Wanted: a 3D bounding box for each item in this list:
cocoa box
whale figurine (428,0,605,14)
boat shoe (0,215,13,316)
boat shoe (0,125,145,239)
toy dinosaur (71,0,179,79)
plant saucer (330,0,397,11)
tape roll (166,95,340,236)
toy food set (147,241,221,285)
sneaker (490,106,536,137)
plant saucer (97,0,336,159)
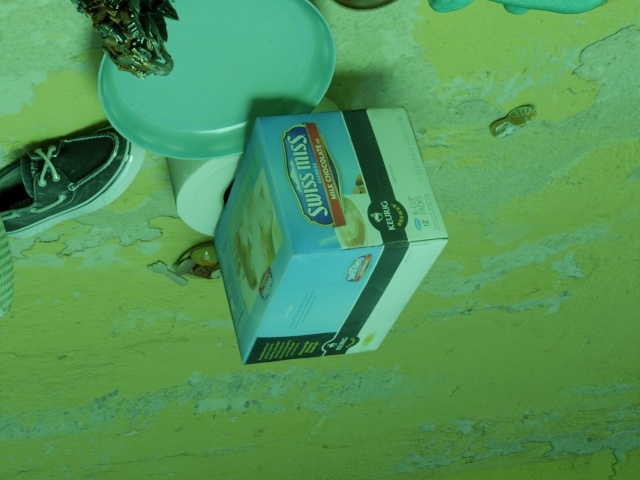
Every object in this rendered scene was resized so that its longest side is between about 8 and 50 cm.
[{"bbox_3d":[0.000,0.000,1.861,0.228,0.231,0.347,-5,152,-19],"label":"cocoa box"},{"bbox_3d":[0.273,-0.345,1.633,0.272,0.141,0.216,-21,155,-16],"label":"whale figurine"},{"bbox_3d":[-0.574,-0.057,1.725,0.156,0.187,0.500,-16,140,15],"label":"boat shoe"},{"bbox_3d":[-0.388,-0.092,1.869,0.301,0.108,0.102,-22,154,29],"label":"boat shoe"},{"bbox_3d":[-0.240,-0.309,1.456,0.218,0.164,0.322,14,164,36],"label":"toy dinosaur"},{"bbox_3d":[0.062,-0.372,1.541,0.199,0.036,0.198,-20,131,-25],"label":"plant saucer"},{"bbox_3d":[-0.088,-0.114,1.969,0.286,0.100,0.286,-12,152,-6],"label":"tape roll"},{"bbox_3d":[-0.192,0.043,2.273,0.192,0.038,0.132,-24,151,17],"label":"toy food set"},{"bbox_3d":[0.316,-0.193,2.098,0.083,0.032,0.037,-25,165,28],"label":"sneaker"},{"bbox_3d":[-0.138,-0.231,1.704,0.318,0.043,0.317,-12,143,-9],"label":"plant saucer"}]
